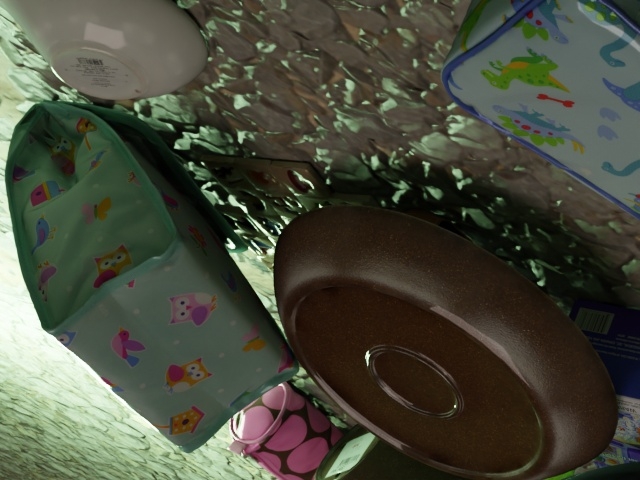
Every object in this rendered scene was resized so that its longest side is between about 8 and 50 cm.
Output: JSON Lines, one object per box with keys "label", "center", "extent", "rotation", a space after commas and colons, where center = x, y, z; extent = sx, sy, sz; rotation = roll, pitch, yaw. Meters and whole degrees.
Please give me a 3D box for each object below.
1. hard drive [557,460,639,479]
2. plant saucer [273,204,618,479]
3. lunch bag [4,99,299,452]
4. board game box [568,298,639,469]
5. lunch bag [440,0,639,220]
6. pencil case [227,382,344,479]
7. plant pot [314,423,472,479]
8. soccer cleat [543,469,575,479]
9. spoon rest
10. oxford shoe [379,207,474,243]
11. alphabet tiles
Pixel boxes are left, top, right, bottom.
{"label": "hard drive", "center": [0.286, 0.253, 1.232], "extent": [0.172, 0.054, 0.254], "rotation": [58, 152, -6]}
{"label": "plant saucer", "center": [0.084, 0.098, 1.213], "extent": [0.310, 0.050, 0.311], "rotation": [25, 148, 17]}
{"label": "lunch bag", "center": [-0.158, 0.014, 1.310], "extent": [0.223, 0.160, 0.262], "rotation": [52, -176, -44]}
{"label": "board game box", "center": [0.376, 0.165, 1.196], "extent": [0.347, 0.078, 0.233], "rotation": [10, 153, 33]}
{"label": "lunch bag", "center": [0.186, -0.085, 0.842], "extent": [0.219, 0.090, 0.176], "rotation": [31, 156, -12]}
{"label": "pencil case", "center": [-0.021, 0.247, 1.766], "extent": [0.095, 0.098, 0.209], "rotation": [2, 148, 44]}
{"label": "plant pot", "center": [0.109, 0.304, 1.654], "extent": [0.230, 0.215, 0.215], "rotation": [47, 153, -12]}
{"label": "soccer cleat", "center": [0.216, 0.207, 1.487], "extent": [0.060, 0.072, 0.179], "rotation": [28, 179, -7]}
{"label": "spoon rest", "center": [-0.216, -0.164, 1.138], "extent": [0.276, 0.084, 0.137], "rotation": [7, 155, 11]}
{"label": "oxford shoe", "center": [0.119, 0.052, 1.234], "extent": [0.076, 0.076, 0.212], "rotation": [-2, 143, 40]}
{"label": "alphabet tiles", "center": [0.000, 0.000, 1.328], "extent": [0.198, 0.009, 0.237], "rotation": [7, 151, 38]}
